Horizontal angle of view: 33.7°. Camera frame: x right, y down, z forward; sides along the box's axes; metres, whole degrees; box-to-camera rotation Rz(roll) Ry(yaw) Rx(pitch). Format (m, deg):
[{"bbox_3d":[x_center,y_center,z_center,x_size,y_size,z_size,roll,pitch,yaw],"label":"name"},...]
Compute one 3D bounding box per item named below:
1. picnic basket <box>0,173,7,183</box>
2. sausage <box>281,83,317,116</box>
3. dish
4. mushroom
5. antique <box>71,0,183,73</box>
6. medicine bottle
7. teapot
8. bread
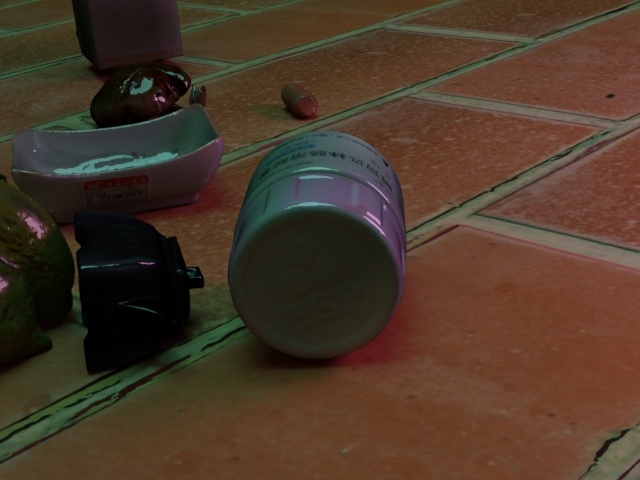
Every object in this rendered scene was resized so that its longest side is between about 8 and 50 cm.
[{"bbox_3d":[-0.359,-0.063,1.095,0.072,0.083,0.072,-3,23,1],"label":"picnic basket"},{"bbox_3d":[-0.028,-0.183,1.382,0.034,0.034,0.083,-11,22,-15],"label":"sausage"},{"bbox_3d":[-0.209,-0.076,1.105,0.212,0.077,0.151,-10,25,-12],"label":"dish"},{"bbox_3d":[-0.223,-0.190,1.382,0.170,0.080,0.135,2,33,24],"label":"mushroom"},{"bbox_3d":[-0.311,-0.349,1.693,0.146,0.148,0.152,-14,25,-19],"label":"antique"},{"bbox_3d":[0.000,0.000,0.807,0.135,0.135,0.168,-3,24,4],"label":"medicine bottle"},{"bbox_3d":[-0.139,0.032,0.822,0.096,0.087,0.177,-5,22,-13],"label":"teapot"},{"bbox_3d":[-0.265,0.007,0.806,0.065,0.188,0.149,-35,15,33],"label":"bread"}]
